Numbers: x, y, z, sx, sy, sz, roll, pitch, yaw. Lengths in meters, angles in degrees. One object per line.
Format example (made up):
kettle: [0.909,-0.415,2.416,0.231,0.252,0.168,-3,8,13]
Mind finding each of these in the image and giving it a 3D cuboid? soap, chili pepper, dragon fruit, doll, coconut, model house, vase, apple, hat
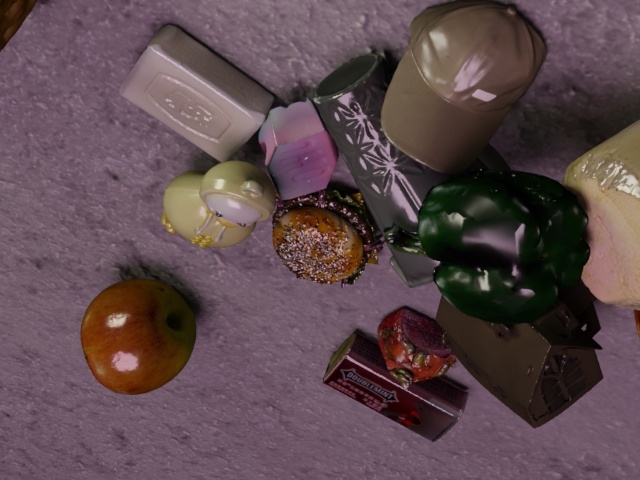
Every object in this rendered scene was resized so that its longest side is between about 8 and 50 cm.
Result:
soap: [-0.168,-0.200,1.451,0.183,0.064,0.121,34,138,-14]
chili pepper: [0.189,-0.005,1.255,0.261,0.165,0.174,11,137,59]
dragon fruit: [0.158,0.183,1.688,0.147,0.096,0.102,26,136,-7]
doll: [-0.144,-0.048,1.505,0.141,0.117,0.296,28,169,-17]
coconut: [0.419,-0.040,1.229,0.239,0.244,0.239,49,153,36]
model house: [0.276,0.089,1.445,0.211,0.204,0.243,45,171,42]
vase: [0.118,-0.096,1.376,0.251,0.156,0.301,-13,122,41]
apple: [-0.306,0.161,1.812,0.196,0.196,0.196,13,139,12]
hat: [0.167,-0.179,1.240,0.166,0.173,0.144,27,146,-6]
soap: [-0.028,-0.123,1.437,0.100,0.056,0.149,-17,151,1]

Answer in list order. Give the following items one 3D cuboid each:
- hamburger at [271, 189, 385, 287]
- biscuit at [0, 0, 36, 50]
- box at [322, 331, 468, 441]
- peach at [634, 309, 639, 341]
hamburger: [0.003,0.002,1.567,0.164,0.093,0.189,-8,133,31]
biscuit: [-0.413,-0.303,1.335,0.066,0.220,0.220,36,138,-9]
box: [0.125,0.248,1.797,0.224,0.069,0.120,30,139,-6]
peach: [0.521,0.150,1.449,0.154,0.159,0.267,-7,129,23]
